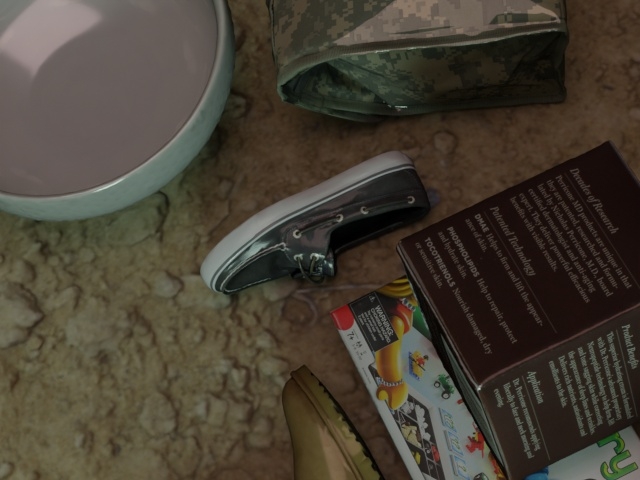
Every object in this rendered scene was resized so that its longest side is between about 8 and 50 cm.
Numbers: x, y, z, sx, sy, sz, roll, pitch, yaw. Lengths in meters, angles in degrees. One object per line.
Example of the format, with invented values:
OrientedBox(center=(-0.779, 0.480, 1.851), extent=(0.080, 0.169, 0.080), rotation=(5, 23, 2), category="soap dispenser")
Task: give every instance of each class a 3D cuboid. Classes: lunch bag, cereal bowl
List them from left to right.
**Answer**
OrientedBox(center=(-0.240, -0.166, 1.739), extent=(0.339, 0.141, 0.339), rotation=(-4, 67, 9), category="cereal bowl")
OrientedBox(center=(0.085, -0.248, 1.696), extent=(0.287, 0.169, 0.235), rotation=(-5, 67, 4), category="lunch bag")

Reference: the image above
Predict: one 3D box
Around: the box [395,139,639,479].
OrientedBox(center=(0.198, 0.061, 1.473), extent=(0.203, 0.168, 0.167), rotation=(-26, 51, -2), category="box")

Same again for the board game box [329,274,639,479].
OrientedBox(center=(0.159, 0.154, 1.578), extent=(0.193, 0.053, 0.305), rotation=(-27, 65, -1), category="board game box")

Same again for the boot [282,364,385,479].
OrientedBox(center=(-0.064, 0.268, 1.558), extent=(0.269, 0.089, 0.236), rotation=(-31, 65, -1), category="boot")

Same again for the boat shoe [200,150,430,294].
OrientedBox(center=(0.000, 0.000, 1.665), extent=(0.228, 0.080, 0.076), rotation=(-27, 64, -9), category="boat shoe")
